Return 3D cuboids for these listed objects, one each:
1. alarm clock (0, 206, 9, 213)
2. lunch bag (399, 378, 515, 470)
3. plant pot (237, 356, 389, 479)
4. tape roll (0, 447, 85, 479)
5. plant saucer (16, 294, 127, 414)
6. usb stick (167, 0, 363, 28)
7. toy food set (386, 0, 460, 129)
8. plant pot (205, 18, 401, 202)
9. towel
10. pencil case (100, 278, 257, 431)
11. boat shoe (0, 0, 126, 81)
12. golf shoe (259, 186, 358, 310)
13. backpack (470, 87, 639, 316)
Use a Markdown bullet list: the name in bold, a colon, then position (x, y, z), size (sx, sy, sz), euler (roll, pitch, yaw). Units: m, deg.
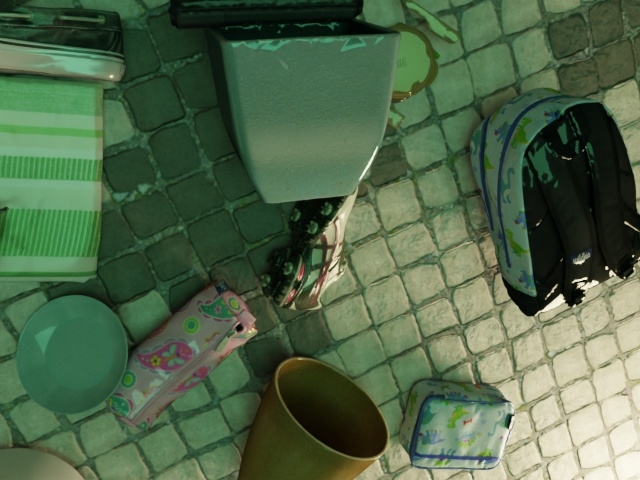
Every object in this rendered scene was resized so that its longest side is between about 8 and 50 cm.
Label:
- **alarm clock**: position (-0.560, 0.005, 0.948), size (0.129, 0.064, 0.192), euler (32, 91, -21)
- **lunch bag**: position (0.280, 0.383, 1.306), size (0.218, 0.090, 0.176), euler (9, 105, -16)
- **plant pot**: position (-0.041, 0.388, 1.163), size (0.237, 0.237, 0.254), euler (26, 110, -20)
- **tape roll**: position (-0.538, 0.508, 1.097), size (0.286, 0.100, 0.287), euler (-4, 105, -14)
- **plant saucer**: position (-0.408, 0.189, 1.067), size (0.194, 0.037, 0.195), euler (-1, 82, 7)
- **usb stick**: position (-0.077, -0.333, 0.916), size (0.277, 0.077, 0.045), euler (-7, 92, -13)
- **toy food set**: position (0.140, -0.307, 1.112), size (0.132, 0.038, 0.192), euler (32, 102, -14)
- **plant pot**: position (-0.034, -0.201, 0.990), size (0.246, 0.248, 0.253), euler (-8, 116, -13)
- **towel**: position (-0.472, -0.091, 1.004), size (0.247, 0.038, 0.325), euler (1, 103, -16)
- **pencil case**: position (-0.238, 0.196, 1.099), size (0.284, 0.124, 0.124), euler (-40, 111, -1)
- **boat shoe**: position (-0.454, -0.305, 0.919), size (0.334, 0.121, 0.119), euler (1, 97, -26)
- **golf shoe**: position (0.000, 0.000, 1.134), size (0.120, 0.105, 0.273), euler (22, 103, -37)
- **backpack**: position (0.416, -0.092, 1.144), size (0.290, 0.273, 0.356), euler (-29, 132, -3)
